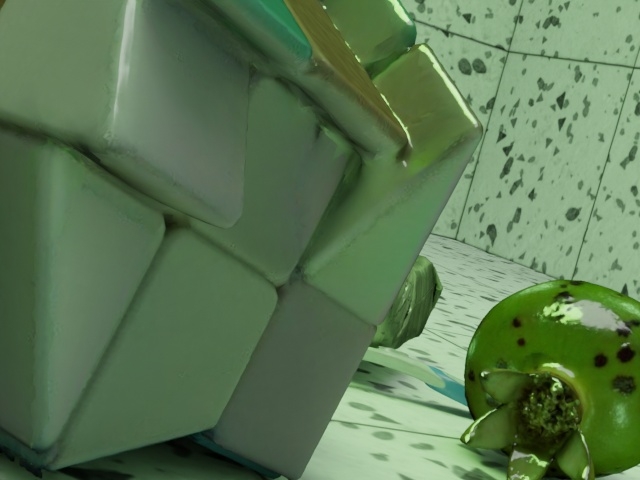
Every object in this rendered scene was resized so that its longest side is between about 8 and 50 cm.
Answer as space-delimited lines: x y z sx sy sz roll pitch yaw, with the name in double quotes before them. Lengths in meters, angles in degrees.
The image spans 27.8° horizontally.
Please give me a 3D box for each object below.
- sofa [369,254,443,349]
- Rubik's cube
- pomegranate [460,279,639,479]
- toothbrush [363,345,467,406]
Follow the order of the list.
"sofa" 0.000 0.000 1.189 0.210 0.176 0.225 5 3 16
"Rubik's cube" -0.110 -0.057 0.750 0.387 0.368 0.358 19 -11 42
"pomegranate" 0.170 0.117 0.922 0.156 0.156 0.220 17 37 20
"toothbrush" 0.132 0.130 1.095 0.386 0.040 0.040 15 5 -10
